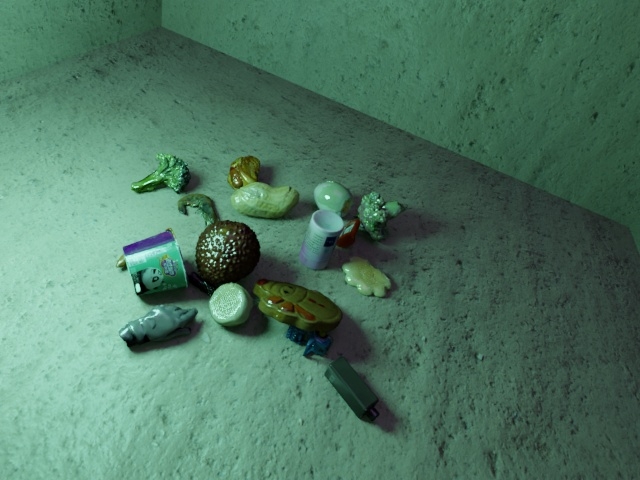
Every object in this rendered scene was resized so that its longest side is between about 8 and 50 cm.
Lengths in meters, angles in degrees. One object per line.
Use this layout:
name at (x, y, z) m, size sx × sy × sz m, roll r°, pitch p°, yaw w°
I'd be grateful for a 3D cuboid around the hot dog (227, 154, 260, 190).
hot dog at (-0.413, -0.355, 2.290) m, size 0.153 × 0.150 × 0.257 m, roll 19°, pitch 40°, yaw -18°

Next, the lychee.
lychee at (-0.382, 0.045, 1.769) m, size 0.275 × 0.276 × 0.304 m, roll 22°, pitch 50°, yaw 1°

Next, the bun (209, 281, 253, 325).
bun at (-0.342, 0.255, 1.680) m, size 0.166 × 0.113 × 0.173 m, roll -4°, pitch 59°, yaw 16°

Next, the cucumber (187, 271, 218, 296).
cucumber at (-0.475, 0.183, 1.755) m, size 0.181 × 0.053 × 0.053 m, roll 32°, pitch 42°, yaw 9°

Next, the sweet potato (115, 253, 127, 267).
sweet potato at (-0.762, 0.054, 1.769) m, size 0.202 × 0.055 × 0.058 m, roll -42°, pitch 106°, yaw -48°

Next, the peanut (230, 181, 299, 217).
peanut at (-0.278, -0.198, 2.161) m, size 0.340 × 0.158 × 0.174 m, roll 8°, pitch 81°, yaw -19°

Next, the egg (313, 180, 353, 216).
egg at (0.060, -0.227, 2.315) m, size 0.217 × 0.183 × 0.183 m, roll 33°, pitch 42°, yaw 24°

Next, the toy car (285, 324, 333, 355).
toy car at (-0.054, 0.385, 1.674) m, size 0.191 × 0.097 × 0.100 m, roll 28°, pitch 45°, yaw 8°

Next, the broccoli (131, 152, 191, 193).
broccoli at (-0.760, -0.316, 2.056) m, size 0.274 × 0.198 × 0.177 m, roll -10°, pitch 50°, yaw -31°

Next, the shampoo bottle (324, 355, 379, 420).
shampoo bottle at (0.122, 0.550, 1.582) m, size 0.079 × 0.080 × 0.246 m, roll -22°, pitch 57°, yaw -37°

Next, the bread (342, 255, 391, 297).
bread at (0.215, 0.177, 2.051) m, size 0.251 × 0.039 × 0.182 m, roll 38°, pitch 44°, yaw 18°

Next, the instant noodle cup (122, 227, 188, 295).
instant noodle cup at (-0.638, 0.093, 1.652) m, size 0.190 × 0.251 × 0.251 m, roll -16°, pitch 53°, yaw -24°

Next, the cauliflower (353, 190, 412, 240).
cauliflower at (0.332, -0.147, 2.271) m, size 0.315 × 0.239 × 0.256 m, roll -19°, pitch 55°, yaw 7°

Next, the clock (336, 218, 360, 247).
clock at (0.147, -0.035, 2.206) m, size 0.061 × 0.113 × 0.155 m, roll 47°, pitch 40°, yaw -17°

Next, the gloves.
gloves at (-0.574, 0.307, 1.552) m, size 0.285 × 0.119 × 0.142 m, roll -22°, pitch 88°, yaw -42°

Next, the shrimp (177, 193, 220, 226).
shrimp at (-0.581, -0.130, 2.047) m, size 0.169 × 0.058 × 0.296 m, roll -14°, pitch 48°, yaw -24°

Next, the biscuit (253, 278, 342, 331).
biscuit at (-0.097, 0.250, 1.726) m, size 0.381 × 0.074 × 0.359 m, roll 25°, pitch 11°, yaw 9°

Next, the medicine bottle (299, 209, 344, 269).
medicine bottle at (0.000, 0.000, 1.987) m, size 0.152 × 0.254 × 0.152 m, roll 11°, pitch 42°, yaw -10°
